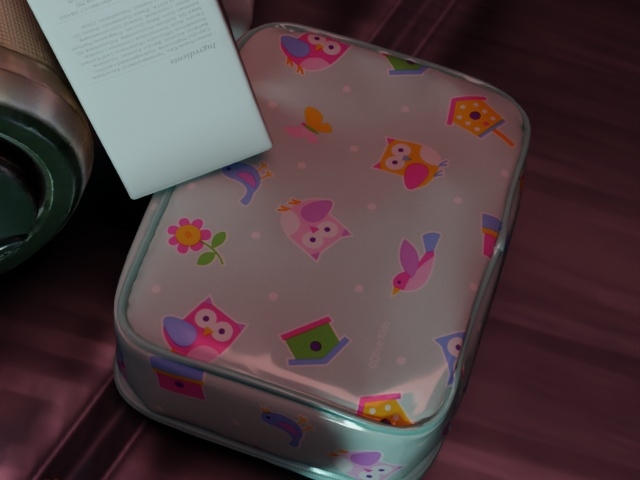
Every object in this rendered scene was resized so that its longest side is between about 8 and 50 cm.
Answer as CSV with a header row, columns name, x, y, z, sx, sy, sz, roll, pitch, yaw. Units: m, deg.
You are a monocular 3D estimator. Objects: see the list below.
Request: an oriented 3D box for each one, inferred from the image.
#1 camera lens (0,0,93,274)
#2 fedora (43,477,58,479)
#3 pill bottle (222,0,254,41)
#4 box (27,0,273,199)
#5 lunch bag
name,x,y,z,sx,sy,sz,roll,pitch,yaw
camera lens,-0.263,-0.116,0.812,0.219,0.219,0.274,-11,61,-16
fedora,-0.112,0.181,0.715,0.194,0.194,0.079,7,95,-5
pill bottle,-0.107,-0.264,0.967,0.162,0.162,0.279,5,57,-7
box,-0.104,-0.133,0.782,0.091,0.170,0.130,-20,48,0
lunch bag,0.000,0.000,0.850,0.224,0.108,0.279,16,54,7
